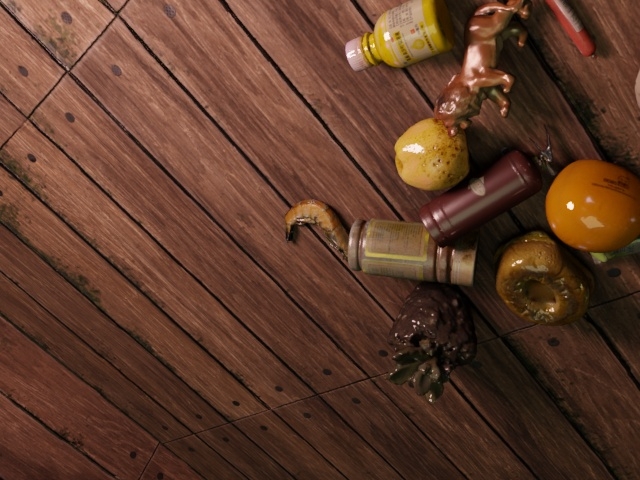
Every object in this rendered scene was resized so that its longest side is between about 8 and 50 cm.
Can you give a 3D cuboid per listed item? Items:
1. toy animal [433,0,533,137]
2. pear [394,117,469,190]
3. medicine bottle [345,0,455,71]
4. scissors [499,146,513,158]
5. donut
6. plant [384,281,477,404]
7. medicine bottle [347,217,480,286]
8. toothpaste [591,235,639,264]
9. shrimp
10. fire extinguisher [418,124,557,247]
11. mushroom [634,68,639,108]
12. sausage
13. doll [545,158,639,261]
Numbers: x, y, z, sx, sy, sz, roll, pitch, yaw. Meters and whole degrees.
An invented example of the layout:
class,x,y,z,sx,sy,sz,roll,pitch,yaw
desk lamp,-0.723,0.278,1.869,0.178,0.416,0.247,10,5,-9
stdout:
class,x,y,z,sx,sy,sz,roll,pitch,yaw
toy animal,0.327,-0.360,1.203,0.158,0.097,0.312,14,107,16
pear,0.253,-0.194,1.347,0.178,0.178,0.178,10,130,12
medicine bottle,0.159,-0.418,1.228,0.213,0.122,0.121,-14,121,29
scissors,0.424,-0.185,1.396,0.036,0.006,0.083,29,132,-6
donut,0.559,0.107,1.504,0.261,0.128,0.208,38,131,-9
plant,0.303,0.284,1.623,0.215,0.312,0.213,36,127,-6
medicine bottle,0.242,0.027,1.539,0.323,0.151,0.151,6,129,16
toothpaste,0.764,-0.002,1.395,0.248,0.047,0.078,-19,117,34
shrimp,0.000,0.000,1.684,0.198,0.051,0.262,-23,114,41
fire extinguisher,0.391,-0.121,1.361,0.337,0.114,0.135,-32,96,18
mushroom,0.717,-0.247,1.162,0.128,0.128,0.350,-27,118,35
sausage,0.466,-0.450,1.148,0.034,0.034,0.253,-31,112,37
doll,0.598,-0.054,1.321,0.213,0.213,0.236,19,146,5
